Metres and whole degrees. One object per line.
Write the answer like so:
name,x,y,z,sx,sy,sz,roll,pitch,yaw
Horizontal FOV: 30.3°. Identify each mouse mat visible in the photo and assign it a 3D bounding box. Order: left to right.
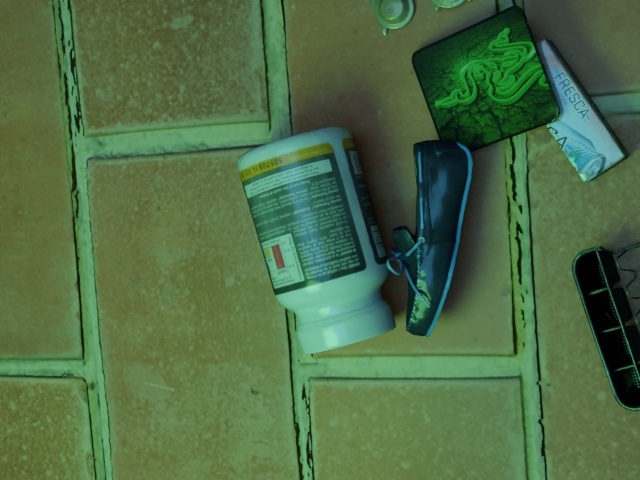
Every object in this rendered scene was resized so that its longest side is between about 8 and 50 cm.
mouse mat,0.207,-0.199,1.511,0.190,0.007,0.152,-19,92,43

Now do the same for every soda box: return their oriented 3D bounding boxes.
soda box,0.312,-0.165,1.490,0.063,0.058,0.183,-35,82,20

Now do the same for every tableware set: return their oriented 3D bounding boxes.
tableware set,0.117,-0.358,1.565,0.169,0.020,0.141,-21,89,21

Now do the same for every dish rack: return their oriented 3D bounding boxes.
dish rack,0.464,0.073,1.429,0.271,0.074,0.208,-21,84,31

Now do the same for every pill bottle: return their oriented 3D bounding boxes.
pill bottle,0.000,0.000,1.567,0.162,0.162,0.278,-16,89,21

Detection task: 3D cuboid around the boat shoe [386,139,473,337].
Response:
boat shoe,0.133,-0.005,1.551,0.089,0.109,0.258,10,90,-4
